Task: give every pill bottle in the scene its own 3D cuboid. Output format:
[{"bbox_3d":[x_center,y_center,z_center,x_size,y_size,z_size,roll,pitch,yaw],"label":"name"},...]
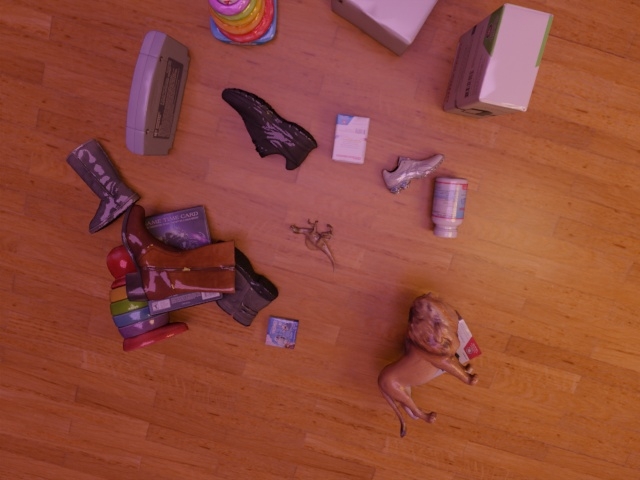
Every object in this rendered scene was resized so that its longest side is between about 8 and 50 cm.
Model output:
[{"bbox_3d":[0.351,-0.092,1.194,0.087,0.087,0.160,4,102,1],"label":"pill bottle"}]

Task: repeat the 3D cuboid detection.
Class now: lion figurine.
[{"bbox_3d":[0.261,0.347,1.190,0.240,0.142,0.392,38,105,4],"label":"lion figurine"}]

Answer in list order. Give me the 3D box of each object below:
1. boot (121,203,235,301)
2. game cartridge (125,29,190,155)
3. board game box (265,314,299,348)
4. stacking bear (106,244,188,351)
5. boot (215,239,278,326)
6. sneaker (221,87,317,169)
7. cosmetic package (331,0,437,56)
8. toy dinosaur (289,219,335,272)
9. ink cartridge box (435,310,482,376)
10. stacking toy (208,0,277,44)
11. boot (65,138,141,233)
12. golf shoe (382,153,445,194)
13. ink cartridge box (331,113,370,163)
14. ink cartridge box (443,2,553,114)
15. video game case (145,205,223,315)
[{"bbox_3d":[-0.369,0.022,1.154,0.280,0.096,0.265,-6,76,-9],"label":"boot"},{"bbox_3d":[-0.414,-0.365,1.109,0.060,0.196,0.295,15,101,-2],"label":"game cartridge"},{"bbox_3d":[-0.117,0.279,1.320,0.089,0.020,0.090,10,102,1],"label":"board game box"},{"bbox_3d":[-0.520,0.149,1.239,0.175,0.164,0.289,-17,90,41],"label":"stacking bear"},{"bbox_3d":[-0.256,0.133,1.268,0.161,0.083,0.246,-42,96,15],"label":"boot"},{"bbox_3d":[-0.152,-0.297,1.164,0.286,0.109,0.130,36,107,-3],"label":"sneaker"},{"bbox_3d":[0.237,-0.715,1.031,0.230,0.161,0.454,33,101,-5],"label":"cosmetic package"},{"bbox_3d":[0.000,0.000,1.252,0.183,0.053,0.093,42,116,1],"label":"toy dinosaur"},{"bbox_3d":[0.361,0.310,1.283,0.175,0.072,0.128,-30,99,7],"label":"ink cartridge box"},{"bbox_3d":[-0.203,-0.571,1.004,0.174,0.302,0.166,3,102,1],"label":"stacking toy"},{"bbox_3d":[-0.638,-0.149,1.223,0.189,0.076,0.209,-42,105,-5],"label":"boot"},{"bbox_3d":[0.252,-0.202,1.187,0.176,0.069,0.086,-31,93,7],"label":"golf shoe"},{"bbox_3d":[0.081,-0.274,1.183,0.088,0.052,0.123,8,101,1],"label":"ink cartridge box"},{"bbox_3d":[0.404,-0.407,1.034,0.114,0.273,0.199,11,102,-3],"label":"ink cartridge box"},{"bbox_3d":[-0.394,0.051,1.205,0.195,0.026,0.275,-13,76,-10],"label":"video game case"}]
